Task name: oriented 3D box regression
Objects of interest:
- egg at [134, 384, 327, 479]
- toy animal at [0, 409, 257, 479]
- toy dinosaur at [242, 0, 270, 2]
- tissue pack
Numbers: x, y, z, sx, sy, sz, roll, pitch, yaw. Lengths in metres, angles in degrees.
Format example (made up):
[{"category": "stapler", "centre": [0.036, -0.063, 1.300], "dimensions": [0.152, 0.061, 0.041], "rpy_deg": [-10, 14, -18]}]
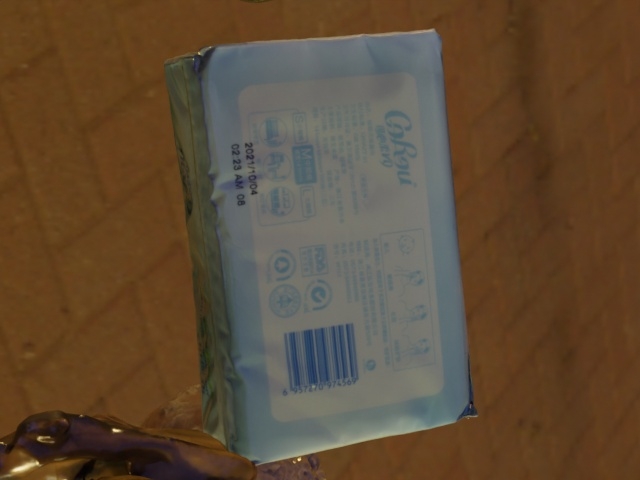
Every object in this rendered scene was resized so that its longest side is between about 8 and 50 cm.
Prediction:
[{"category": "egg", "centre": [-0.131, 0.313, 1.806], "dimensions": [0.279, 0.310, 0.279], "rpy_deg": [4, 83, -34]}, {"category": "toy animal", "centre": [-0.074, 0.109, 0.445], "dimensions": [0.054, 0.149, 0.275], "rpy_deg": [58, 6, 19]}, {"category": "toy dinosaur", "centre": [-0.002, -0.278, 1.142], "dimensions": [0.087, 0.179, 0.187], "rpy_deg": [21, 82, -20]}, {"category": "tissue pack", "centre": [0.000, 0.000, 0.927], "dimensions": [0.177, 0.089, 0.263], "rpy_deg": [-8, 94, -23]}]
